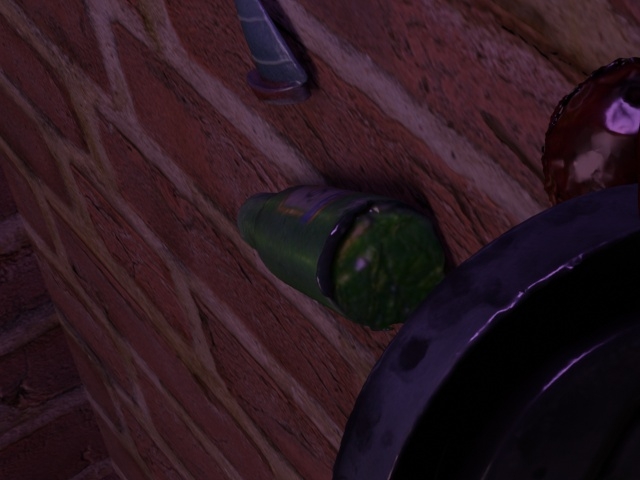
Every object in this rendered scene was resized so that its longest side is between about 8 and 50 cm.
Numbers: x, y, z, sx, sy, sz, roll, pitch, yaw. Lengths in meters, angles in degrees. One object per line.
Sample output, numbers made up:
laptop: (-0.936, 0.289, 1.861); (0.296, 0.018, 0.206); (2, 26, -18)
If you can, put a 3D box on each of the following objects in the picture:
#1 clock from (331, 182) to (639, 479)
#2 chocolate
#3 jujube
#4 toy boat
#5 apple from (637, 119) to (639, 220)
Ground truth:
clock: (0.155, 0.123, 0.892); (0.066, 0.319, 0.319); (45, 157, 58)
chocolate: (0.000, 0.000, 1.500); (0.110, 0.110, 0.291); (67, 164, -16)
jujube: (0.165, -0.032, 0.981); (0.104, 0.104, 0.166); (51, 160, 29)
toy boat: (-0.049, -0.173, 1.476); (0.096, 0.034, 0.122); (19, 133, 57)
apple: (0.249, -0.027, 0.477); (0.317, 0.288, 0.288); (35, 149, 41)
